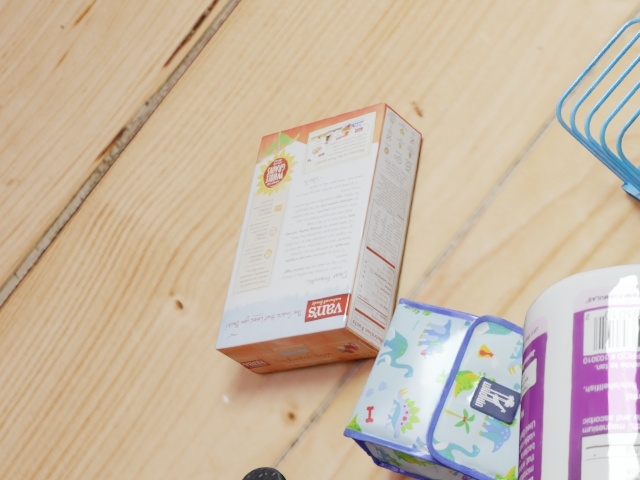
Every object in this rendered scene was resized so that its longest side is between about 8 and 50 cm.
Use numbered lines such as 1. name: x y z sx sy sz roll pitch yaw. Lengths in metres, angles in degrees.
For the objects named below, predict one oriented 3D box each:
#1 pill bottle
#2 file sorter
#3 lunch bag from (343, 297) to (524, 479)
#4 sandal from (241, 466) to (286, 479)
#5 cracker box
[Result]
1. pill bottle: 0.215 0.181 1.024 0.169 0.169 0.301 -17 53 35
2. file sorter: 0.264 -0.093 1.163 0.118 0.104 0.170 -50 14 5
3. lunch bag: 0.113 0.128 1.218 0.151 0.096 0.129 14 70 32
4. sandal: -0.068 0.279 1.326 0.067 0.040 0.179 -2 48 36
5. cracker box: 0.000 0.000 1.422 0.156 0.067 0.232 -12 55 39
